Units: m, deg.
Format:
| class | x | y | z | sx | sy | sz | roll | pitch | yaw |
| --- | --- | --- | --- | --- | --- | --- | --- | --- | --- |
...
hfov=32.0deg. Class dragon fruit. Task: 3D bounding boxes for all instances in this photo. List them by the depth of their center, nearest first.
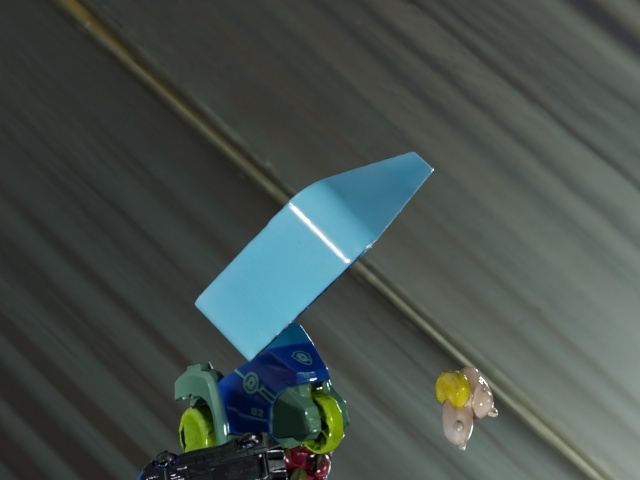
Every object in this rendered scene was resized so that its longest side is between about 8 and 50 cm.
| class | x | y | z | sx | sy | sz | roll | pitch | yaw |
| --- | --- | --- | --- | --- | --- | --- | --- | --- | --- |
| dragon fruit | -0.081 | 0.459 | 2.163 | 0.219 | 0.198 | 0.272 | -8 | -152 | 17 |

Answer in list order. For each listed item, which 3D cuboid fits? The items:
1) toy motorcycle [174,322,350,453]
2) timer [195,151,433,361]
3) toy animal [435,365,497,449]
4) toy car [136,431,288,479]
| class | x | y | z | sx | sy | sz | roll | pitch | yaw |
| --- | --- | --- | --- | --- | --- | --- | --- | --- | --- |
| toy motorcycle | -0.075 | 0.234 | 1.714 | 0.191 | 0.199 | 0.326 | -4 | 170 | -35 |
| timer | 0.000 | 0.000 | 1.243 | 0.232 | 0.091 | 0.250 | -46 | 177 | 32 |
| toy animal | 0.211 | 0.227 | 1.564 | 0.082 | 0.114 | 0.091 | 0 | 148 | -11 |
| toy car | -0.146 | 0.328 | 1.519 | 0.216 | 0.103 | 0.063 | -15 | 156 | 12 |
